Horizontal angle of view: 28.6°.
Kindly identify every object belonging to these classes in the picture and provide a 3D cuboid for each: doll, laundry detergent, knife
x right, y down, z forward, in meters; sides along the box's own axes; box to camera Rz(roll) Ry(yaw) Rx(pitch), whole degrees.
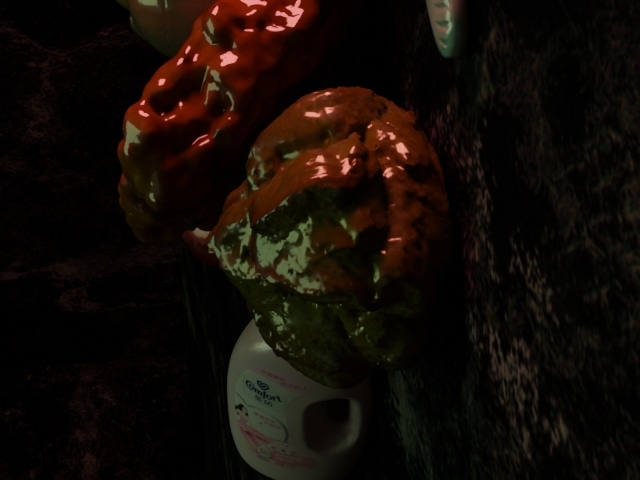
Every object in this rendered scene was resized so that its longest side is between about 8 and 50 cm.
[{"bbox_3d":[-0.190,-0.394,1.791,0.330,0.235,0.174,83,-156,-48],"label":"doll"},{"bbox_3d":[-0.019,0.138,1.292,0.335,0.159,0.088,97,-171,-51],"label":"laundry detergent"},{"bbox_3d":[0.079,-0.234,0.946,0.064,0.031,0.222,98,164,-63],"label":"knife"}]

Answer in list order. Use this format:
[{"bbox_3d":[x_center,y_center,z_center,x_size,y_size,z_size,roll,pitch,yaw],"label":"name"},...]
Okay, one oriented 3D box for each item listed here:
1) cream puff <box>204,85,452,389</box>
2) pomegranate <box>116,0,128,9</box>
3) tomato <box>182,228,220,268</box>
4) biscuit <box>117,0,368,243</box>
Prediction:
[{"bbox_3d":[0.017,-0.002,1.039,0.244,0.196,0.244,-39,41,44],"label":"cream puff"},{"bbox_3d":[-0.250,-0.480,1.992,0.260,0.260,0.260,176,90,-79],"label":"pomegranate"},{"bbox_3d":[-0.125,-0.041,1.799,0.187,0.151,0.187,177,90,-84],"label":"tomato"},{"bbox_3d":[-0.074,-0.135,1.195,0.318,0.110,0.312,-55,-2,-16],"label":"biscuit"}]
